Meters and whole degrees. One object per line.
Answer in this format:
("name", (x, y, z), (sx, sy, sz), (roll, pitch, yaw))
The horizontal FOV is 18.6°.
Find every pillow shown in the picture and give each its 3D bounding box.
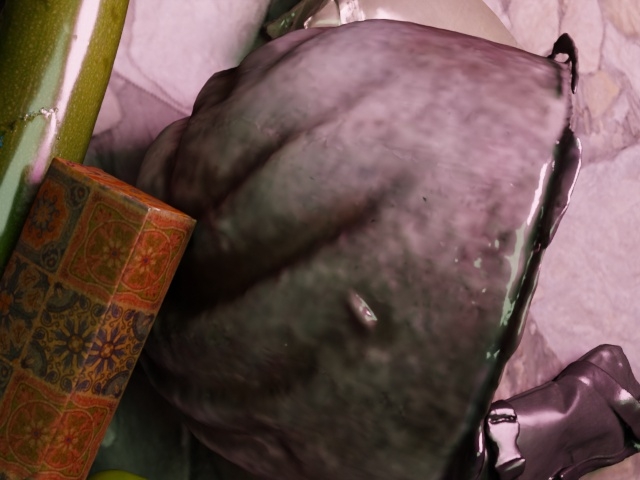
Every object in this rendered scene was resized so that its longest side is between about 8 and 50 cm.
("pillow", (0.063, -0.114, 1.251), (0.181, 0.078, 0.134), (48, 57, -24))

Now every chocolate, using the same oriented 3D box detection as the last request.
("chocolate", (0.000, 0.000, 1.083), (0.213, 0.303, 0.303), (18, 70, -3))

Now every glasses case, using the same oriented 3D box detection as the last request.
("glasses case", (-0.145, 0.071, 1.005), (0.049, 0.075, 0.218), (17, 98, -55))

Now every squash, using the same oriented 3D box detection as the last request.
("squash", (-0.153, -0.113, 1.078), (0.087, 0.087, 0.331), (27, 66, -33))

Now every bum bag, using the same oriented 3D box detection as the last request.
("bum bag", (0.161, 0.132, 1.313), (0.198, 0.049, 0.087), (-21, 102, -39))

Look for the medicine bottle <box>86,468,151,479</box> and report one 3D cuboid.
("medicine bottle", (-0.027, 0.227, 1.133), (0.309, 0.076, 0.111), (27, 74, -32))
